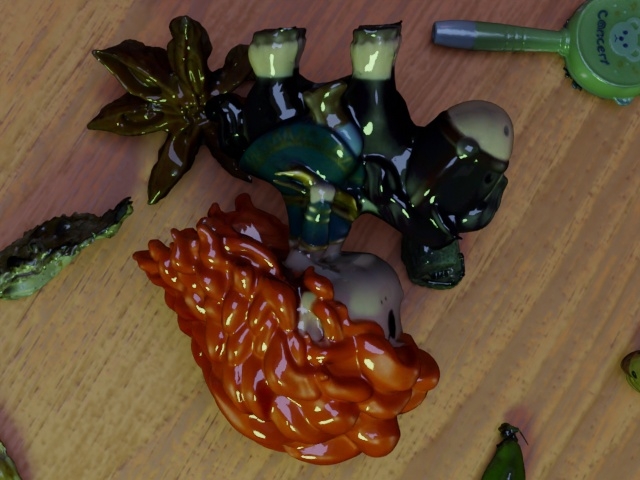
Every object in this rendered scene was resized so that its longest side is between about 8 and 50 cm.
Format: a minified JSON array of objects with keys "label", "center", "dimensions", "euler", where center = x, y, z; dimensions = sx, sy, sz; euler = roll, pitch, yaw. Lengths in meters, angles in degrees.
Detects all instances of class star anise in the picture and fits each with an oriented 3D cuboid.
[{"label":"star anise","center":[-0.132,-0.137,1.396],"dimensions":[0.196,0.111,0.212],"euler":[-43,127,7]}]

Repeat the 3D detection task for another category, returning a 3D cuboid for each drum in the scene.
[{"label":"drum","center":[0.250,-0.192,1.482],"dimensions":[0.253,0.049,0.130],"euler":[-13,84,-8]}]

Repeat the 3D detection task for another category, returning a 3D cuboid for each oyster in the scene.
[{"label":"oyster","center":[-0.260,0.007,1.369],"dimensions":[0.177,0.105,0.056],"euler":[-32,100,11]}]

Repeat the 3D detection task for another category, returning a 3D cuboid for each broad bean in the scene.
[{"label":"broad bean","center":[0.147,0.305,1.402],"dimensions":[0.065,0.046,0.255],"euler":[31,78,5]}]

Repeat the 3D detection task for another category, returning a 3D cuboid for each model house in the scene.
[{"label":"model house","center":[0.119,0.008,1.421],"dimensions":[0.066,0.083,0.079],"euler":[-4,82,-9]}]

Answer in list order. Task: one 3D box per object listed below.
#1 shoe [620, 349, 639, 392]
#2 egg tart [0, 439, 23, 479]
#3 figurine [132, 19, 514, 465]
[{"label":"shoe","center":[0.368,0.143,1.440],"dimensions":[0.072,0.069,0.109],"euler":[-45,95,-11]},{"label":"egg tart","center":[-0.413,0.274,1.288],"dimensions":[0.294,0.116,0.295],"euler":[3,80,-16]},{"label":"figurine","center":[0.009,-0.008,1.307],"dimensions":[0.306,0.241,0.412],"euler":[25,97,-14]}]
